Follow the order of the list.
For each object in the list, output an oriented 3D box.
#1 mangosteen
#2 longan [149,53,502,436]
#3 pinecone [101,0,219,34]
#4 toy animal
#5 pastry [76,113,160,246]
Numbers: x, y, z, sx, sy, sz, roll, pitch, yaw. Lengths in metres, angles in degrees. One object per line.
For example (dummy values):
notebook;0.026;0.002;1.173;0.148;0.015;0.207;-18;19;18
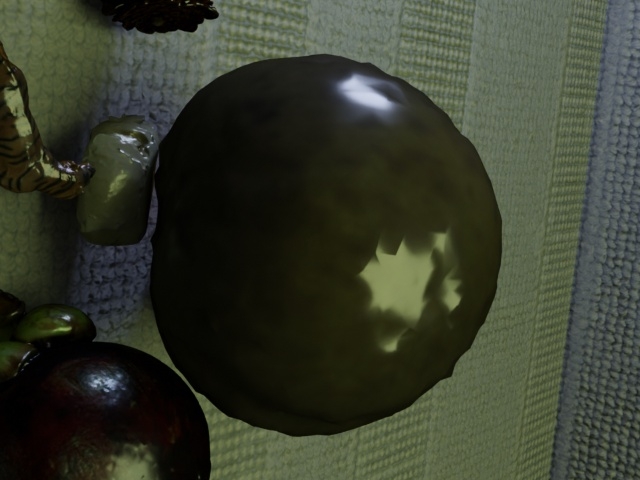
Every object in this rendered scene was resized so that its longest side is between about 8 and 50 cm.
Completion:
mangosteen;-0.291;0.232;1.423;0.306;0.359;0.306;-46;167;-13
longan;0.008;0.004;1.464;0.404;0.404;0.436;48;40;-53
pinecone;-0.189;-0.335;1.507;0.163;0.163;0.165;1;82;-59
toy animal;-0.336;-0.149;1.345;0.114;0.116;0.255;-48;136;-44
pastry;-0.239;-0.069;1.509;0.166;0.088;0.166;-173;-90;-83
